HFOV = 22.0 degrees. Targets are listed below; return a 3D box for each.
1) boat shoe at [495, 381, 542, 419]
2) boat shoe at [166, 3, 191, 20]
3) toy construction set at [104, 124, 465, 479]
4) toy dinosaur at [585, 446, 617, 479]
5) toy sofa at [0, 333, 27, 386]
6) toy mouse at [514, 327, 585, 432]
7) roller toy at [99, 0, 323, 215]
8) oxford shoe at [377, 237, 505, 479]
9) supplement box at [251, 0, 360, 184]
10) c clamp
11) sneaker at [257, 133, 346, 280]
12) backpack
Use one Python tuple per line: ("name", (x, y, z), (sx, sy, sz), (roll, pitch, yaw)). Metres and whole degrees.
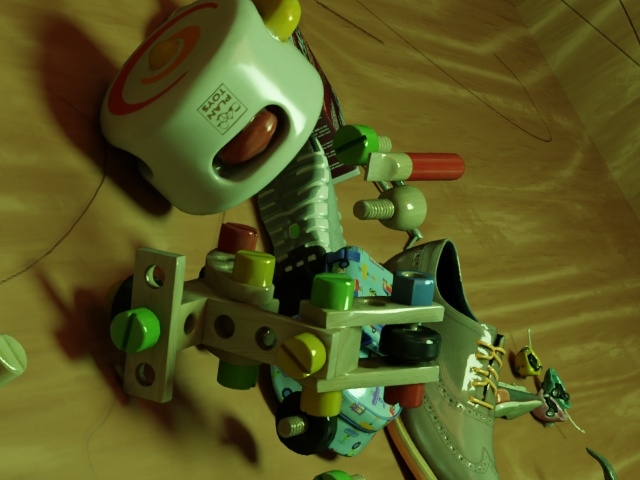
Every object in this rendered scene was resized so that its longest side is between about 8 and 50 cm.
("boat shoe", (0.239, 0.200, 2.092), (0.137, 0.049, 0.043), (9, 49, -58))
("boat shoe", (-0.137, -0.226, 1.823), (0.063, 0.059, 0.170), (50, 22, -20))
("toy construction set", (-0.033, 0.042, 1.361), (0.257, 0.309, 0.237), (43, 23, 25))
("toy dinosaur", (0.369, 0.415, 2.026), (0.313, 0.121, 0.160), (63, 9, 26))
("toy sofa", (-0.324, -0.043, 1.007), (0.362, 0.150, 0.177), (61, 22, 9))
("toy mouse", (0.309, 0.215, 2.247), (0.143, 0.031, 0.161), (52, 21, -14))
("roller toy", (-0.106, -0.135, 1.566), (0.146, 0.209, 0.191), (45, 44, -28))
("oxford shoe", (0.144, 0.156, 1.809), (0.130, 0.132, 0.364), (30, 35, -53))
("supplement box", (-0.037, -0.177, 1.881), (0.239, 0.073, 0.130), (57, 14, -50))
("c clamp", (0.095, -0.070, 2.180), (0.161, 0.022, 0.137), (58, 21, -1))
("sneaker", (0.000, 0.000, 1.800), (0.132, 0.086, 0.229), (42, 36, -48))
("backpack", (0.026, 0.115, 1.616), (0.158, 0.117, 0.173), (42, 35, -31))
